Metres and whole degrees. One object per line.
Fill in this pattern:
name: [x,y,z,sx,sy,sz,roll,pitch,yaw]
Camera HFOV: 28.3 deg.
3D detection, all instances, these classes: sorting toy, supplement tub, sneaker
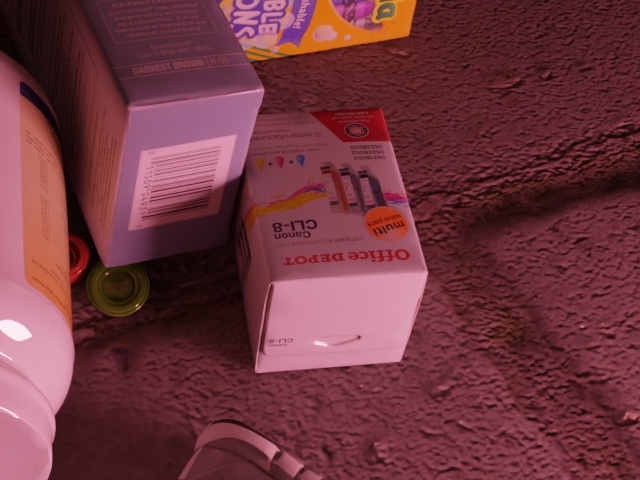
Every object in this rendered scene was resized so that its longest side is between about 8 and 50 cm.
sorting toy: [-0.187,0.026,1.046,0.102,0.042,0.061,30,68,1]
supplement tub: [-0.294,0.027,0.902,0.228,0.228,0.316,-3,51,-11]
sneaker: [-0.018,0.229,0.883,0.228,0.086,0.132,23,56,24]

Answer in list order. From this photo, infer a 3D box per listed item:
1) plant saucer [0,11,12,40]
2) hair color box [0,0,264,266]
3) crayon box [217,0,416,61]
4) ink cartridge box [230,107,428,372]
plant saucer: [-0.341,-0.326,1.299,0.310,0.050,0.311,4,50,-5]
hair color box: [-0.179,-0.183,1.062,0.113,0.185,0.374,-12,55,-25]
crayon box: [-0.012,-0.277,1.206,0.322,0.203,0.083,-13,55,-18]
ink cartridge box: [0.000,0.000,1.033,0.128,0.127,0.176,-4,53,-12]
